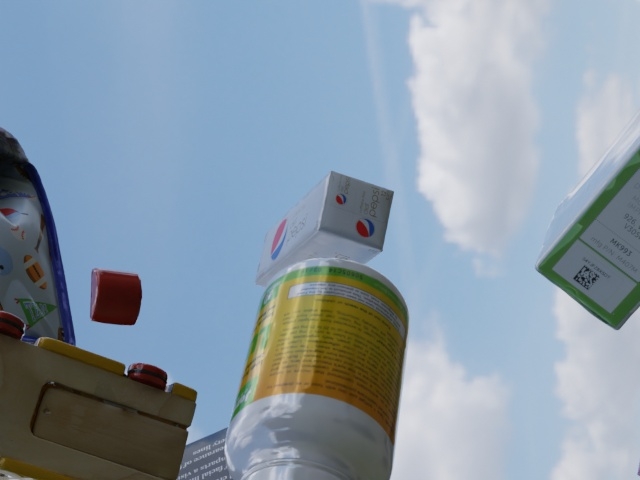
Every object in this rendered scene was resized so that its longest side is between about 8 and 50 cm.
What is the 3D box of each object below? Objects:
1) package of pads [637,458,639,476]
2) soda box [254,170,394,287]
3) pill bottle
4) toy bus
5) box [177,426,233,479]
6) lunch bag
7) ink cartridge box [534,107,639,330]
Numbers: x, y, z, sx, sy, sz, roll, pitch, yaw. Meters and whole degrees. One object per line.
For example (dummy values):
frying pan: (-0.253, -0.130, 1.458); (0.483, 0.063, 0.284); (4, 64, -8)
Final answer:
package of pads: (0.320, 0.179, 1.168); (0.050, 0.032, 0.083); (-17, -61, -67)
soda box: (0.000, 0.000, 1.336); (0.216, 0.074, 0.069); (140, 145, -63)
pill bottle: (-0.003, 0.142, 1.030); (0.245, 0.136, 0.136); (-78, -20, -48)
toy bus: (-0.185, 0.121, 0.818); (0.191, 0.104, 0.202); (-24, -97, -32)
box: (-0.064, 0.369, 1.162); (0.395, 0.294, 0.212); (-100, -16, -63)
lunch bag: (-0.554, 0.054, 1.815); (0.239, 0.328, 0.385); (32, -145, -47)
ink cartridge box: (0.209, -0.059, 0.689); (0.209, 0.062, 0.109); (-55, -2, 26)
